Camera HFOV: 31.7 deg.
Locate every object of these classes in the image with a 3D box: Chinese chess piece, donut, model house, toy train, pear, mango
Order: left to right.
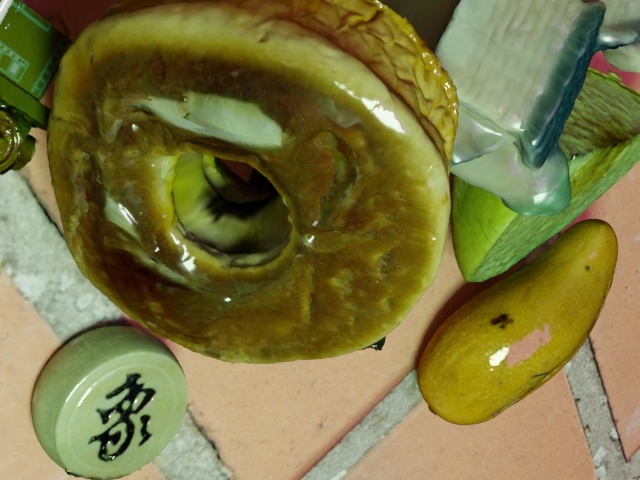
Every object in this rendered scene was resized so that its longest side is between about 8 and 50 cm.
[{"bbox_3d":[-0.272,-0.139,0.790,0.225,0.090,0.137,38,74,-49],"label":"toy train"},{"bbox_3d":[-0.190,0.148,1.027,0.144,0.058,0.144,-20,124,-32],"label":"Chinese chess piece"},{"bbox_3d":[-0.054,-0.058,0.839,0.160,0.330,0.330,-75,152,-45],"label":"donut"},{"bbox_3d":[0.164,-0.189,0.979,0.284,0.243,0.298,27,88,-28],"label":"model house"},{"bbox_3d":[0.222,-0.067,1.226,0.288,0.139,0.239,-21,147,-48],"label":"pear"},{"bbox_3d":[0.240,0.103,1.306,0.295,0.120,0.177,-38,153,-3],"label":"mango"}]

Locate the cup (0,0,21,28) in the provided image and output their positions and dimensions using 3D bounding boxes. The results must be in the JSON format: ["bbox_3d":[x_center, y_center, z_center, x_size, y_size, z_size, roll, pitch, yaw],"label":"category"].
[{"bbox_3d":[-0.302,-0.188,0.580,0.274,0.253,0.253,30,91,-5],"label":"cup"}]

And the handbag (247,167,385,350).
[{"bbox_3d":[0.000,0.000,1.045,0.169,0.155,0.215,2,114,-36],"label":"handbag"}]
